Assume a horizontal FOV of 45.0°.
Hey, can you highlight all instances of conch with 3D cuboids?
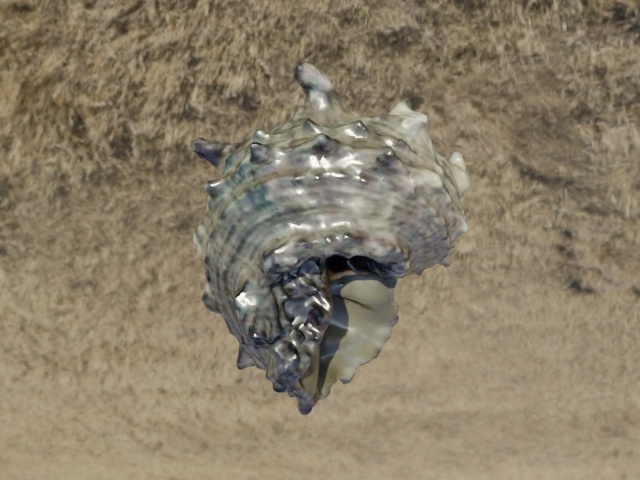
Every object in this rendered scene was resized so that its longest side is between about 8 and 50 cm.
[{"bbox_3d":[0.012,0.004,0.664,0.240,0.186,0.313,0,117,-17],"label":"conch"}]
